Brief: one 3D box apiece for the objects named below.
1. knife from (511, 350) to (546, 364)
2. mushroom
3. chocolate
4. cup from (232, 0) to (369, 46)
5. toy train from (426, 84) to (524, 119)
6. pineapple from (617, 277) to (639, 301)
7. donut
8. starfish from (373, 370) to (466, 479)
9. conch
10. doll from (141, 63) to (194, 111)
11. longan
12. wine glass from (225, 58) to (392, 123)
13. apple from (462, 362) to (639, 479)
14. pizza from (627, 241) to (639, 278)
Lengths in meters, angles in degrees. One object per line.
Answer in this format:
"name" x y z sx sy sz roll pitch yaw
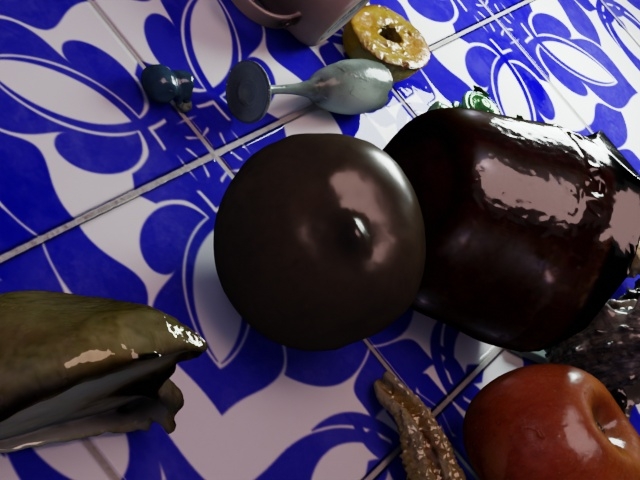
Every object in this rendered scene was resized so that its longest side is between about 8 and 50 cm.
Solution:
"knife" 0.364 0.183 2.014 0.162 0.023 0.044 24 40 -26
"mushroom" -0.267 0.116 1.338 0.292 0.217 0.212 9 48 -37
"chocolate" 0.236 -0.048 1.835 0.331 0.383 0.384 27 43 -21
"cup" -0.039 -0.434 2.054 0.200 0.191 0.253 50 53 -1
"toy train" 0.286 -0.142 2.141 0.243 0.132 0.188 28 47 -19
"pineapple" 0.554 0.137 2.160 0.111 0.119 0.237 56 43 -5
"donut" 0.111 -0.350 2.208 0.178 0.065 0.162 -15 64 -47
"starfish" 0.116 0.376 1.573 0.324 0.082 0.432 -17 62 -40
"conch" 0.461 0.174 1.908 0.240 0.313 0.186 -20 46 -5
"doll" -0.227 -0.233 1.809 0.083 0.050 0.076 -1 54 -41
"longan" 0.000 0.004 1.629 0.297 0.297 0.297 24 44 -26
"wine glass" 0.000 -0.326 1.957 0.096 0.264 0.309 19 20 39
"apple" 0.330 0.299 1.706 0.272 0.206 0.251 56 18 7
"pizza" 0.488 -0.051 2.268 0.297 0.071 0.189 31 35 4
